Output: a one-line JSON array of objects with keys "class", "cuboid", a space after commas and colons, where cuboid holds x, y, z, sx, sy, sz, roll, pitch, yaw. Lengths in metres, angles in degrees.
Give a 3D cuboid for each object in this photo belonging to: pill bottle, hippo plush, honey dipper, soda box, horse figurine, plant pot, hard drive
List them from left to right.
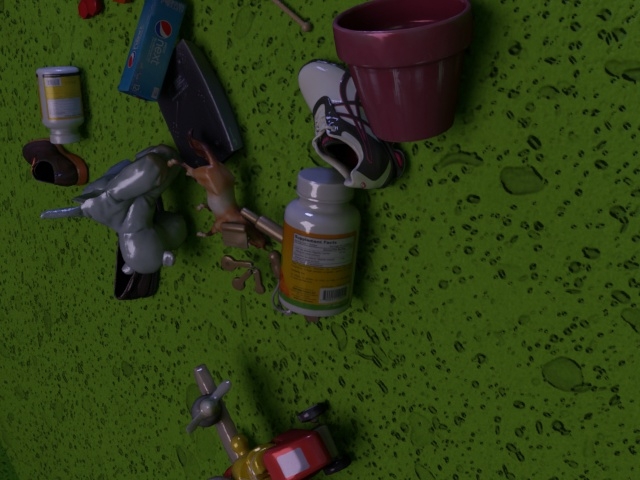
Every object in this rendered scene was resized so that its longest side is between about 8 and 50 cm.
[{"class": "pill bottle", "cuboid": [-0.645, -0.338, 1.921, 0.103, 0.103, 0.184, 14, 112, 41]}, {"class": "hippo plush", "cuboid": [-0.374, -0.053, 1.658, 0.234, 0.294, 0.236, -18, 110, 32]}, {"class": "soda box", "cuboid": [-0.343, -0.394, 1.571, 0.071, 0.067, 0.210, 18, 90, 57]}, {"class": "hard drive", "cuboid": [-0.257, -0.268, 1.601, 0.172, 0.054, 0.254, -31, 81, 45]}, {"class": "horse figurine", "cuboid": [-0.214, -0.093, 1.558, 0.175, 0.066, 0.263, 8, 124, 42]}, {"class": "honey dipper", "cuboid": [-0.072, -0.427, 1.391, 0.161, 0.030, 0.030, 44, 129, 22]}, {"class": "pill bottle", "cuboid": [0.000, 0.000, 1.379, 0.136, 0.136, 0.245, 23, 118, 37]}, {"class": "plant pot", "cuboid": [0.128, -0.253, 1.149, 0.201, 0.201, 0.180, 18, 130, 39]}]

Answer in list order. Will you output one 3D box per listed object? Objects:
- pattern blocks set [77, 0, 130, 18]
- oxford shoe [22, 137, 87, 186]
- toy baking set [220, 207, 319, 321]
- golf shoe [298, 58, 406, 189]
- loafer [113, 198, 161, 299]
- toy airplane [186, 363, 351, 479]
[{"class": "pattern blocks set", "cuboid": [-0.475, -0.659, 1.708, 0.325, 0.026, 0.285, -7, 98, 45]}, {"class": "oxford shoe", "cuboid": [-0.733, -0.210, 2.049, 0.271, 0.098, 0.096, 21, 117, 38]}, {"class": "toy baking set", "cuboid": [-0.094, 0.050, 1.531, 0.256, 0.030, 0.196, 29, 129, 13]}, {"class": "golf shoe", "cuboid": [0.032, -0.201, 1.299, 0.272, 0.120, 0.105, 54, 135, 19]}, {"class": "loafer", "cuboid": [-0.442, 0.009, 1.839, 0.109, 0.095, 0.302, 25, 119, 36]}, {"class": "toy airplane", "cuboid": [-0.152, 0.487, 1.586, 0.386, 0.272, 0.384, 25, 120, 36]}]
